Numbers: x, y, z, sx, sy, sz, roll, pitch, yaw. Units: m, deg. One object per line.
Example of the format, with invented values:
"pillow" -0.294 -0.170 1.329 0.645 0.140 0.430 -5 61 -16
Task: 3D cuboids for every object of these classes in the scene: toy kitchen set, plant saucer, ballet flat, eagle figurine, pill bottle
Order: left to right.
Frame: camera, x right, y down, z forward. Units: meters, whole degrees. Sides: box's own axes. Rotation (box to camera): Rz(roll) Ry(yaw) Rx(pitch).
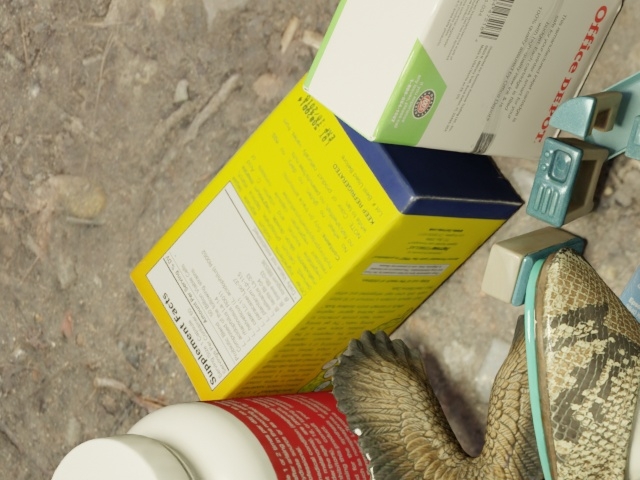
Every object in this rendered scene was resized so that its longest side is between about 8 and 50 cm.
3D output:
"pill bottle" -0.072 0.273 1.832 0.229 0.407 0.229 -1 88 39
"eagle figurine" 0.152 0.210 1.795 0.225 0.226 0.298 -17 83 59
"toy kitchen set" 0.274 -0.025 1.728 0.166 0.122 0.207 24 113 30
"ballet flat" 0.266 0.240 1.555 0.182 0.164 0.483 8 111 22
"plant saucer" 0.334 -0.140 1.756 0.192 0.018 0.067 -28 72 35

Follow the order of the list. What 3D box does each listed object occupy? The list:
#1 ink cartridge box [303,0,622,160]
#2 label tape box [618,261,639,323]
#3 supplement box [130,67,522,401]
"ink cartridge box" 0.143 -0.195 1.751 0.115 0.273 0.198 39 113 36
"label tape box" 0.433 0.031 1.612 0.249 0.115 0.348 39 109 33
"supplement box" 0.000 0.000 1.915 0.356 0.195 0.194 -46 62 29
